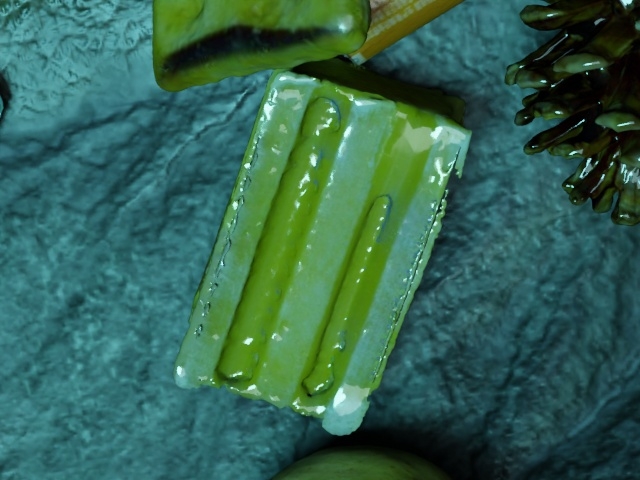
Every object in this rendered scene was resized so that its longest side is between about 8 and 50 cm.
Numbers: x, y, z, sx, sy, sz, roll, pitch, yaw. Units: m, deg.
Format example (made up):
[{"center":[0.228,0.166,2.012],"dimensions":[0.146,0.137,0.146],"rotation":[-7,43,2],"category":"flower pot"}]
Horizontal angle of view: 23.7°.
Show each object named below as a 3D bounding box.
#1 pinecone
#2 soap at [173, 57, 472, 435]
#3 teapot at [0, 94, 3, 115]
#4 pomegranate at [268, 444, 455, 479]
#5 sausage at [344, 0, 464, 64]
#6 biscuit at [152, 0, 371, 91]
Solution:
[{"center":[0.200,-0.105,0.924],"dimensions":[0.179,0.150,0.195],"rotation":[4,114,-11],"category":"pinecone"},{"center":[0.000,0.001,1.003],"dimensions":[0.135,0.076,0.233],"rotation":[17,109,-5],"category":"soap"},{"center":[-0.314,-0.055,0.958],"dimensions":[0.203,0.171,0.225],"rotation":[16,104,-37],"category":"teapot"},{"center":[0.032,0.227,1.026],"dimensions":[0.191,0.191,0.191],"rotation":[0,108,1],"category":"pomegranate"},{"center":[0.103,-0.196,0.938],"dimensions":[0.234,0.071,0.071],"rotation":[-30,105,10],"category":"sausage"},{"center":[-0.037,-0.189,0.936],"dimensions":[0.174,0.039,0.183],"rotation":[-3,82,43],"category":"biscuit"}]
